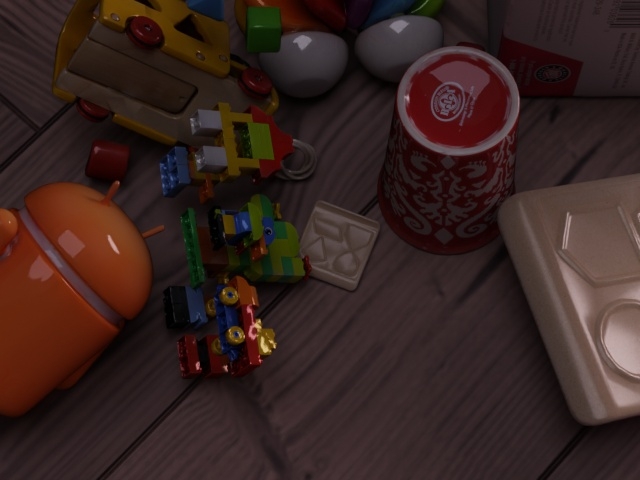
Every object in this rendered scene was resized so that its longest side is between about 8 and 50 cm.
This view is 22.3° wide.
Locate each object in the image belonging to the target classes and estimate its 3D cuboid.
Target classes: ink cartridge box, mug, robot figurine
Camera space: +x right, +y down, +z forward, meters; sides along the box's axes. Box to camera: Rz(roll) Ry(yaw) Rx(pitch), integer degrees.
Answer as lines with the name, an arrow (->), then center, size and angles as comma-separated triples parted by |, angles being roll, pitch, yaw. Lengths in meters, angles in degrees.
ink cartridge box -> 0.291, -0.212, 1.277 | 0.306, 0.226, 0.131 | -1, 70, 0
mug -> 0.096, -0.087, 1.261 | 0.113, 0.169, 0.150 | -16, 69, -4
robot figurine -> -0.216, 0.045, 1.218 | 0.219, 0.128, 0.158 | -41, 106, 0

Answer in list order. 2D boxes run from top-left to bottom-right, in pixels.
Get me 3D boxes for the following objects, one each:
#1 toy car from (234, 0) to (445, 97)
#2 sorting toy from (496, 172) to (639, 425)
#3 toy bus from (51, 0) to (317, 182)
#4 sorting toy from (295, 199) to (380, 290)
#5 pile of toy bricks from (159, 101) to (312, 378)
toy car -> 0.017, -0.215, 1.331 | 0.182, 0.136, 0.159 | -9, 68, -2
sorting toy -> 0.258, 0.039, 1.262 | 0.208, 0.038, 0.193 | -11, 68, -19
toy bus -> -0.114, -0.141, 1.309 | 0.191, 0.202, 0.104 | -10, 45, 6
sorting toy -> 0.000, 0.000, 1.313 | 0.083, 0.012, 0.062 | 21, 75, 5
pile of toy bricks -> -0.055, 0.009, 1.266 | 0.105, 0.118, 0.212 | 3, 67, -30
